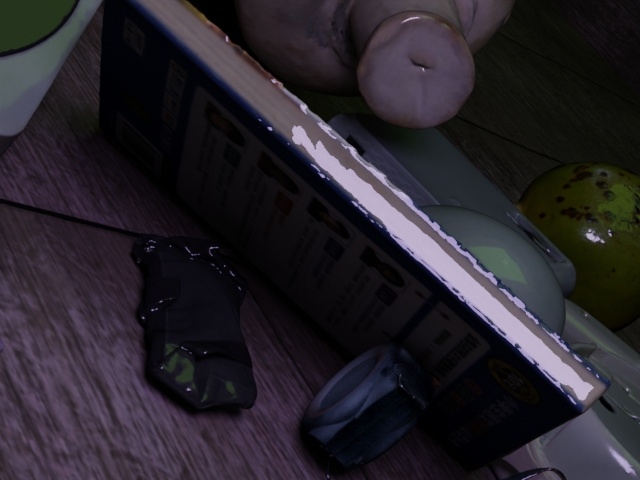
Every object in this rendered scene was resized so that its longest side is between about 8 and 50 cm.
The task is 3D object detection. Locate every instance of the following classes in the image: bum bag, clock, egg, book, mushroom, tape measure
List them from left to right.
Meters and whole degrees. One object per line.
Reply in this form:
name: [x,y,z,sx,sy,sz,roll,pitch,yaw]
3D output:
bum bag: [-0.086,0.052,1.052,0.087,0.049,0.198,26,25,-23]
book: [0.000,0.000,1.089,0.428,0.039,0.300,42,-18,4]
mushroom: [0.046,-0.271,1.438,0.315,0.315,0.356,43,26,7]
tape measure: [0.079,0.153,1.056,0.180,0.104,0.107,34,15,-4]
egg: [0.114,0.047,1.256,0.192,0.149,0.149,16,17,11]
clock: [0.264,0.199,1.284,0.265,0.108,0.324,40,21,-2]

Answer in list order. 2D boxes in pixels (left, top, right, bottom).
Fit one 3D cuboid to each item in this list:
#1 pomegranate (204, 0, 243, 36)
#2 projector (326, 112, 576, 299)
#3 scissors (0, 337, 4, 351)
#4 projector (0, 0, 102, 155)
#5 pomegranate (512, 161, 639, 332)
pomegranate: [-0.021,-0.319,1.712,0.222,0.204,0.276,36,13,30]
projector: [0.113,-0.009,1.452,0.250,0.108,0.198,46,21,18]
scissors: [-0.268,0.026,0.838,0.189,0.015,0.100,19,28,-41]
projector: [-0.291,-0.220,1.092,0.259,0.079,0.257,35,53,-15]
pomegranate: [0.260,0.017,1.581,0.198,0.246,0.198,166,-90,-81]
